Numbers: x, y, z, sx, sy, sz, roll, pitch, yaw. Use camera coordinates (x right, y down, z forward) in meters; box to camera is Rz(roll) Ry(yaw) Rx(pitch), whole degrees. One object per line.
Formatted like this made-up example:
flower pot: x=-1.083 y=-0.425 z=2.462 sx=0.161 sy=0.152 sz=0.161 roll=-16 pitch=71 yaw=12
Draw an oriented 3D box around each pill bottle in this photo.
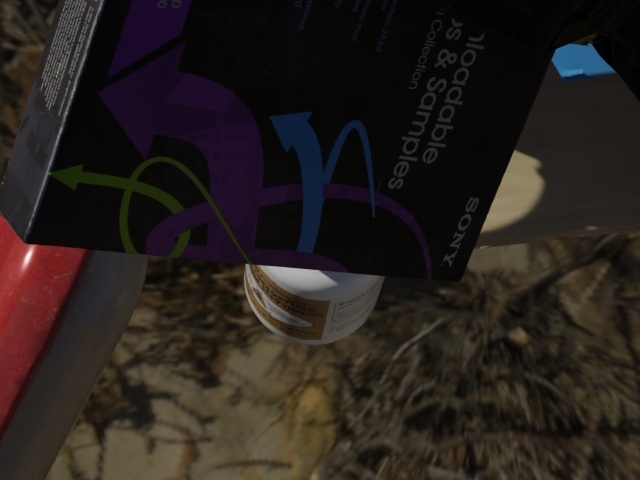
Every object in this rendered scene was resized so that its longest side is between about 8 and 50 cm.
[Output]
pill bottle: x=0.000 y=0.000 z=1.511 sx=0.131 sy=0.229 sz=0.131 roll=2 pitch=68 yaw=-4

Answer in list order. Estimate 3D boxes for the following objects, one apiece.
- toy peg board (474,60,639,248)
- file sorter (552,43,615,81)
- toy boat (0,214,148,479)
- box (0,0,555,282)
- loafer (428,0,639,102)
toy peg board: x=0.151 y=-0.073 z=1.062 sx=0.161 sy=0.079 sz=0.161 roll=-6 pitch=75 yaw=-9
file sorter: x=0.140 y=-0.181 z=0.822 sx=0.104 sy=0.118 sz=0.170 roll=-35 pitch=100 yaw=-15
toy boat: x=-0.190 y=0.047 z=0.815 sx=0.151 sy=0.151 sz=0.231 roll=25 pitch=103 yaw=-16
box: x=-0.004 y=-0.047 z=0.503 sx=0.029 sy=0.162 sz=0.116 roll=44 pitch=120 yaw=47
loafer: x=0.103 y=-0.074 z=0.484 sx=0.170 sy=0.061 sz=0.062 roll=26 pitch=134 yaw=-22
